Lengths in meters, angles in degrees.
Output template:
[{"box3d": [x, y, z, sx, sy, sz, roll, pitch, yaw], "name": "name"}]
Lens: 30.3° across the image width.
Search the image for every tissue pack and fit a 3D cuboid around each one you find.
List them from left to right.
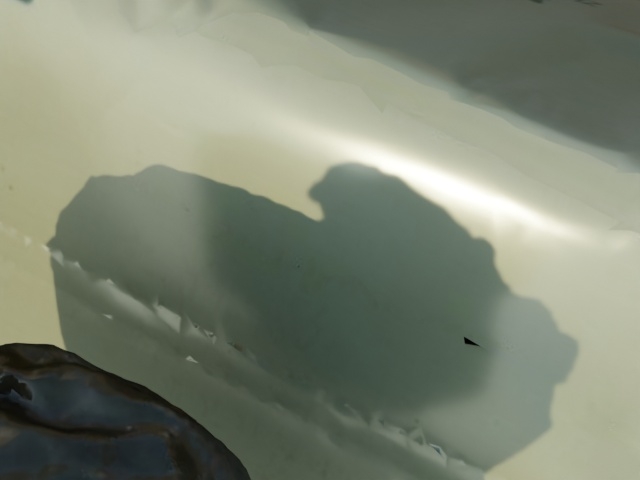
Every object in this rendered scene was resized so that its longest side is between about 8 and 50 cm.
[{"box3d": [0.000, 0.000, 0.518, 0.380, 0.207, 0.297, 25, 125, 17], "name": "tissue pack"}]

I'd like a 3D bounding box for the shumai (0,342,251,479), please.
[{"box3d": [-0.112, 0.127, 0.301, 0.205, 0.175, 0.166, -17, 109, 8], "name": "shumai"}]
